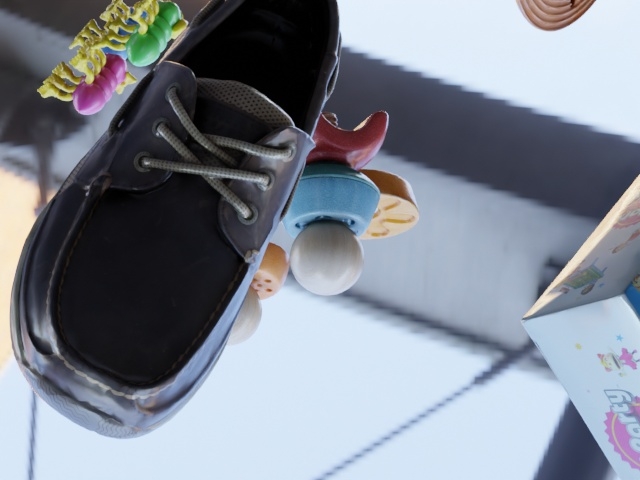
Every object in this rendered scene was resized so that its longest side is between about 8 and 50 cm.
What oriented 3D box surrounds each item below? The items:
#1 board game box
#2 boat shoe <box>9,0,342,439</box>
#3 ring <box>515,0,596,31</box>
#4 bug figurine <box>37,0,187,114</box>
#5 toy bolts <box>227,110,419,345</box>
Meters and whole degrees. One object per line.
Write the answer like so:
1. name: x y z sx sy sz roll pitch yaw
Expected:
1. board game box: 0.297 0.056 1.398 0.097 0.224 0.303 -18 -160 44
2. boat shoe: -0.077 -0.045 1.105 0.132 0.130 0.355 24 -136 -6
3. ring: 0.298 -0.409 2.233 0.032 0.336 0.336 22 -131 29
4. bug figurine: -0.179 -0.226 1.991 0.072 0.279 0.216 44 -131 -14
5. toy bolts: 0.000 0.000 1.619 0.218 0.228 0.158 9 -115 -20
